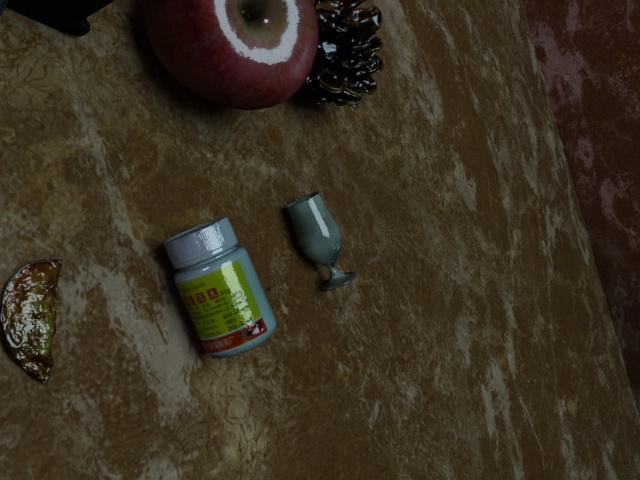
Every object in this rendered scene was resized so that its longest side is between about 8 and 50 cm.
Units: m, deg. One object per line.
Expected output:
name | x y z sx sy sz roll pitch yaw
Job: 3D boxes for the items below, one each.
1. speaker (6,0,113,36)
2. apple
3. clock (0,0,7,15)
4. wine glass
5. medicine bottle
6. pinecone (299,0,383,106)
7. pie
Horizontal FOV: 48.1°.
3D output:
speaker | -0.416 -0.468 1.099 0.254 0.232 0.184 20 65 -49
apple | -0.174 -0.409 1.345 0.345 0.269 0.344 -3 95 -32
clock | -0.549 -0.376 0.881 0.325 0.325 0.067 52 4 -24
wine glass | 0.000 0.000 1.532 0.093 0.093 0.202 -38 108 -47
medicine bottle | -0.178 0.083 1.271 0.139 0.139 0.225 -31 103 -48
pinecone | 0.027 -0.421 1.578 0.257 0.243 0.243 87 11 -64
pie | -0.430 0.113 1.064 0.088 0.033 0.191 14 69 -41
